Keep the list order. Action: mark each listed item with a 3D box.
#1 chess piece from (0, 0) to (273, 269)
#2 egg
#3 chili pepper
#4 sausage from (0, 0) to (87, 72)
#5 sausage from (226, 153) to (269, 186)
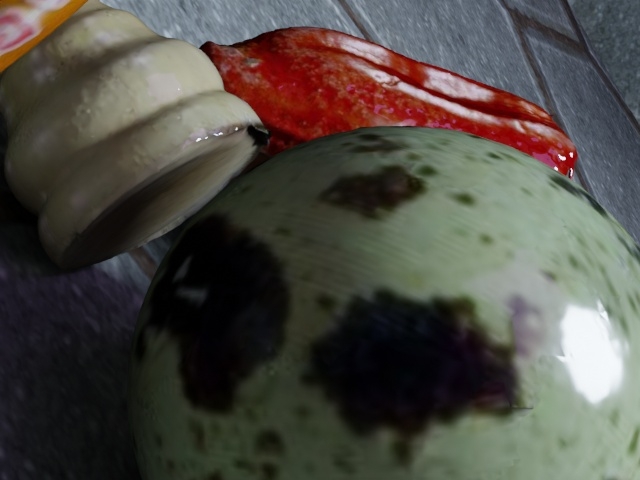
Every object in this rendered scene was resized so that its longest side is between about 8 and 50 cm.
[{"bbox_3d":[-0.157,-0.122,0.989,0.261,0.143,0.143,55,18,10],"label":"chess piece"},{"bbox_3d":[0.058,0.088,0.932,0.379,0.287,0.287,16,45,-60],"label":"egg"},{"bbox_3d":[0.035,-0.074,1.090,0.252,0.136,0.144,27,71,-20],"label":"chili pepper"},{"bbox_3d":[-0.169,-0.059,0.561,0.093,0.312,0.093,47,23,-27],"label":"sausage"},{"bbox_3d":[0.001,0.000,1.182,0.258,0.133,0.133,60,19,11],"label":"sausage"}]
